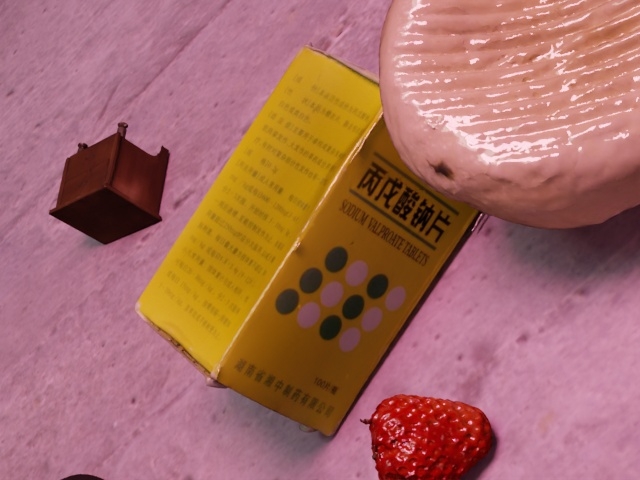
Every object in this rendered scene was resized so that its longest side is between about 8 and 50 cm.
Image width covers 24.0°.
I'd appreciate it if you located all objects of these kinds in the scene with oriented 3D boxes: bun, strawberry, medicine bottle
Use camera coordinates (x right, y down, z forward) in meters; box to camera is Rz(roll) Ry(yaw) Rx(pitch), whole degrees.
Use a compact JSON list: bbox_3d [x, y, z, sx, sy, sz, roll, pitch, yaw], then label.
[{"bbox_3d":[0.174,-0.124,0.978,0.259,0.160,0.259,-7,70,20],"label":"bun"},{"bbox_3d":[0.071,0.133,0.986,0.083,0.073,0.073,-20,48,18],"label":"strawberry"},{"bbox_3d":[0.000,0.000,1.102,0.250,0.137,0.141,-58,37,0],"label":"medicine bottle"}]

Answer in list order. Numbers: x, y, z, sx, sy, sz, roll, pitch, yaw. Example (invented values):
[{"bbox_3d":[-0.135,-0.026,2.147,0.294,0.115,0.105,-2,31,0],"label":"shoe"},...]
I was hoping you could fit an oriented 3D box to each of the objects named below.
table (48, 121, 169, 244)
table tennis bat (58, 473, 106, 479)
[{"bbox_3d":[-0.197,-0.056,1.420,0.083,0.070,0.082,-22,49,39],"label":"table"},{"bbox_3d":[-0.237,0.260,1.275,0.220,0.019,0.130,-8,57,44],"label":"table tennis bat"}]
